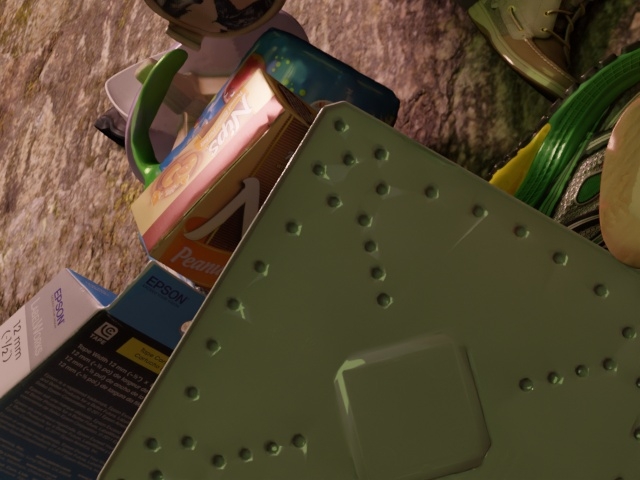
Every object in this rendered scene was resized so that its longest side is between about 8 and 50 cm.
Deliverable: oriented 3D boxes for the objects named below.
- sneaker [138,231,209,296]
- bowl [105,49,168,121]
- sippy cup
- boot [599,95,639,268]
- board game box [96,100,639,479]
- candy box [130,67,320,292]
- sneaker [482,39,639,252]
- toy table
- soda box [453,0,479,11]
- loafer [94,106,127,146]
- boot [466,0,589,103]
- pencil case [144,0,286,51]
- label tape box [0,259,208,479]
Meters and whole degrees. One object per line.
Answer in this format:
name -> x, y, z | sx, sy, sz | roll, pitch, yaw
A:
sneaker -> -0.153, 0.037, 1.685 | 0.237, 0.085, 0.086 | 49, 128, 49
bowl -> -0.211, -0.198, 1.904 | 0.142, 0.053, 0.142 | -26, 37, -11
sippy cup -> -0.035, -0.094, 1.484 | 0.224, 0.305, 0.240 | -60, 23, 9
boot -> 0.320, -0.088, 1.138 | 0.104, 0.211, 0.295 | 16, 79, 27
board game box -> 0.076, 0.143, 1.156 | 0.390, 0.050, 0.390 | 31, 86, 9
candy box -> 0.000, 0.000, 1.330 | 0.183, 0.316, 0.087 | -46, 37, 12
sneaker -> 0.249, -0.052, 1.276 | 0.146, 0.134, 0.343 | 43, 87, 10
toy table -> -0.119, -0.146, 1.658 | 0.274, 0.252, 0.161 | -55, 20, 15
soda box -> 0.094, -0.372, 1.528 | 0.098, 0.286, 0.091 | -48, 39, 12
loafer -> -0.261, -0.161, 1.961 | 0.061, 0.062, 0.170 | -54, 38, -6
boot -> 0.252, -0.238, 1.430 | 0.165, 0.077, 0.213 | -44, 35, 13
pencil case -> -0.121, -0.398, 1.523 | 0.183, 0.160, 0.410 | 119, 155, -44
label tape box -> -0.215, 0.150, 1.515 | 0.347, 0.249, 0.115 | -41, 39, 20
